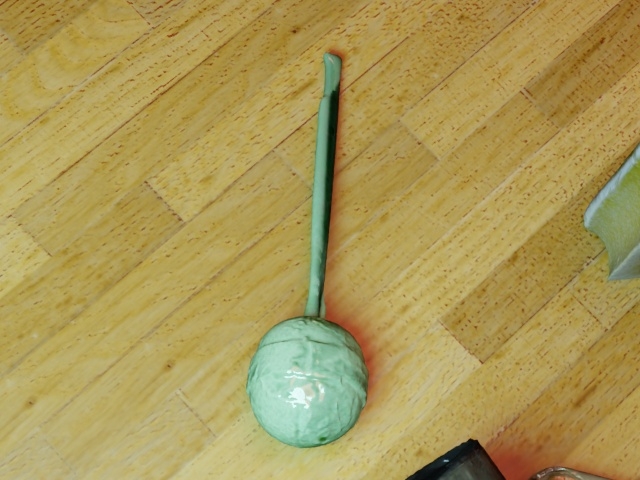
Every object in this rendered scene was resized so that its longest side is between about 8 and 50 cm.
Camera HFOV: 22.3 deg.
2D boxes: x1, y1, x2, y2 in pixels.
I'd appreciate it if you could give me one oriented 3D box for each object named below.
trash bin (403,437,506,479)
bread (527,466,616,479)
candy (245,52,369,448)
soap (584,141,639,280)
[{"bbox_3d":[0.146,0.352,1.446,0.203,0.252,0.301,-33,82,-18],"label":"trash bin"},{"bbox_3d":[0.300,0.276,1.585,0.214,0.053,0.073,16,66,2],"label":"bread"},{"bbox_3d":[0.000,0.000,1.637,0.119,0.119,0.439,7,62,-4],"label":"candy"},{"bbox_3d":[0.419,-0.049,1.591,0.259,0.281,0.143,-5,74,-7],"label":"soap"}]
